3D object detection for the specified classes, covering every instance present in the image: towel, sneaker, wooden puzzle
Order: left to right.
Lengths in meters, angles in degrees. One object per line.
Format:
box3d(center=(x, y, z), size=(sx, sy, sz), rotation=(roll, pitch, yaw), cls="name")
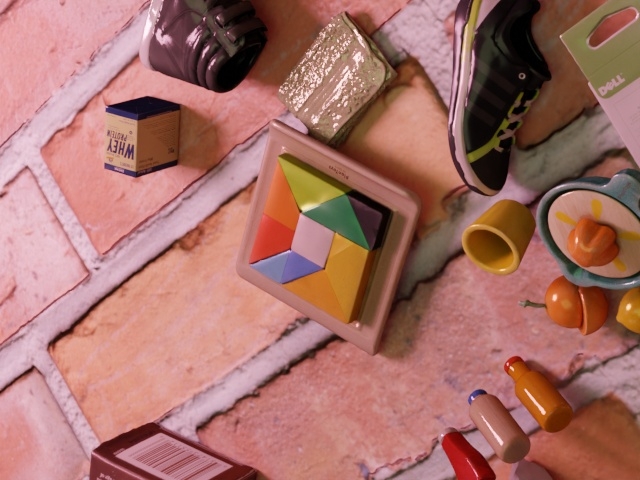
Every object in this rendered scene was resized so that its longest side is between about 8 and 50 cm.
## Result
box3d(center=(-0.118, -0.307, 1.715), size=(0.147, 0.104, 0.296), rotation=(30, 125, 23), cls="sneaker")
box3d(center=(0.000, 0.000, 1.735), size=(0.221, 0.044, 0.238), rotation=(29, 125, 25), cls="wooden puzzle")
box3d(center=(0.016, -0.185, 1.697), size=(0.110, 0.027, 0.148), rotation=(51, 125, 14), cls="towel")
box3d(center=(0.195, -0.159, 1.544), size=(0.097, 0.084, 0.234), rotation=(6, 107, 32), cls="sneaker")

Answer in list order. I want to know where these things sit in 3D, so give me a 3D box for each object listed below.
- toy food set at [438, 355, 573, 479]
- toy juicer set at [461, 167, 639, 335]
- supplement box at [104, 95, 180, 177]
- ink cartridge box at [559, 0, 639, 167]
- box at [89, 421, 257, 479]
box3d(center=(0.199, 0.253, 1.654), size=(0.104, 0.111, 0.232), rotation=(-125, 35, -49), cls="toy food set")
box3d(center=(0.306, 0.018, 1.460), size=(0.209, 0.089, 0.329), rotation=(50, 143, -11), cls="toy juicer set")
box3d(center=(-0.227, -0.133, 1.847), size=(0.056, 0.083, 0.083), rotation=(17, 114, 32), cls="supplement box")
box3d(center=(0.345, -0.149, 1.454), size=(0.109, 0.062, 0.209), rotation=(-35, 82, 38), cls="ink cartridge box")
box3d(center=(-0.214, 0.463, 1.977), size=(0.191, 0.143, 0.381), rotation=(20, 112, 29), cls="box")
